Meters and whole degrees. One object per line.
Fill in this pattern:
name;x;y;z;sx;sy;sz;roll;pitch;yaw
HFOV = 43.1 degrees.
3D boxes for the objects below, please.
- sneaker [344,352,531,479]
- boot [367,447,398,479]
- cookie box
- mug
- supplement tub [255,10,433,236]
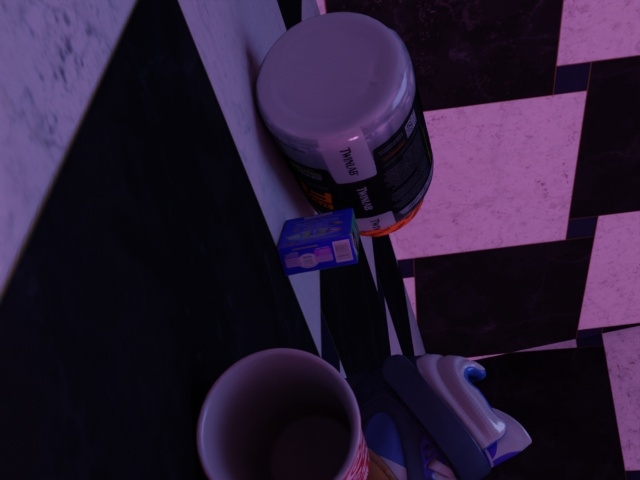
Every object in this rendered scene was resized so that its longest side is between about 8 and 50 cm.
sneaker;0.126;0.279;0.901;0.130;0.236;0.322;62;16;-58
boot;0.025;0.322;0.711;0.220;0.109;0.283;41;44;-69
cookie box;0.000;0.000;1.003;0.107;0.092;0.040;-78;156;-69
mug;-0.029;0.171;0.620;0.113;0.150;0.169;41;-10;22
supplement tub;0.049;-0.145;1.156;0.338;0.207;0.207;59;20;-62
